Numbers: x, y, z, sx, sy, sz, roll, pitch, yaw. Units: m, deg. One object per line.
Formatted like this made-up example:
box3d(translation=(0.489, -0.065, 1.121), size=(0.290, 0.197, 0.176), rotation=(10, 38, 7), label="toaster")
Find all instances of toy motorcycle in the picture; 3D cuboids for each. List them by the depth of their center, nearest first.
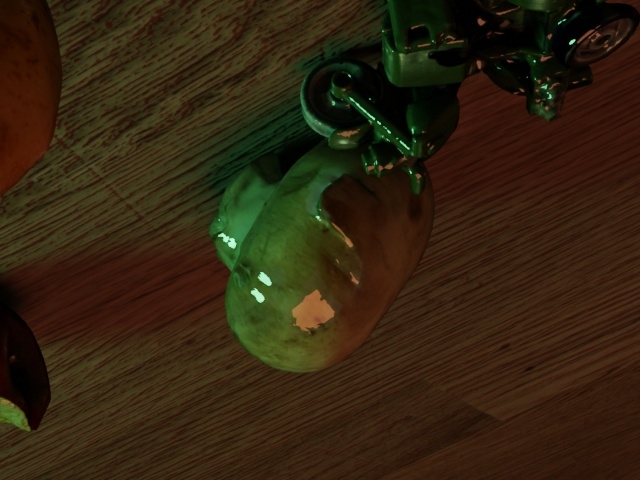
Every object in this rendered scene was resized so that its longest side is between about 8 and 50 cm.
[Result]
box3d(translation=(0.121, -0.155, 1.572), size=(0.275, 0.127, 0.205), rotation=(-18, 157, -6), label="toy motorcycle")

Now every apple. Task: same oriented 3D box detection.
box3d(translation=(-0.350, 0.126, 1.808), size=(0.158, 0.147, 0.156), rotation=(-15, -172, 16), label="apple")

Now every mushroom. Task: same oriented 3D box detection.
box3d(translation=(0.000, 0.000, 1.726), size=(0.255, 0.184, 0.255), rotation=(-45, 165, -15), label="mushroom")

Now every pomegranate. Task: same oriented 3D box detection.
box3d(translation=(-0.276, -0.119, 1.299), size=(0.215, 0.215, 0.215), rotation=(-14, 153, -7), label="pomegranate")
